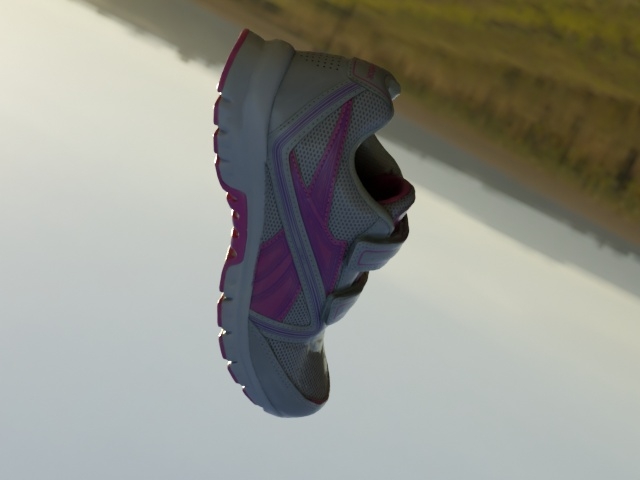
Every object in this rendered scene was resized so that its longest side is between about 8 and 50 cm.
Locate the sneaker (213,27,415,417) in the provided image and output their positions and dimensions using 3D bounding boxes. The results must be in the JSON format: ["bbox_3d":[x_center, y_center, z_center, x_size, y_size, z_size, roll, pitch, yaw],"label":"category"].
[{"bbox_3d":[0.000,0.000,1.003,0.111,0.252,0.103,3,-149,8],"label":"sneaker"}]
